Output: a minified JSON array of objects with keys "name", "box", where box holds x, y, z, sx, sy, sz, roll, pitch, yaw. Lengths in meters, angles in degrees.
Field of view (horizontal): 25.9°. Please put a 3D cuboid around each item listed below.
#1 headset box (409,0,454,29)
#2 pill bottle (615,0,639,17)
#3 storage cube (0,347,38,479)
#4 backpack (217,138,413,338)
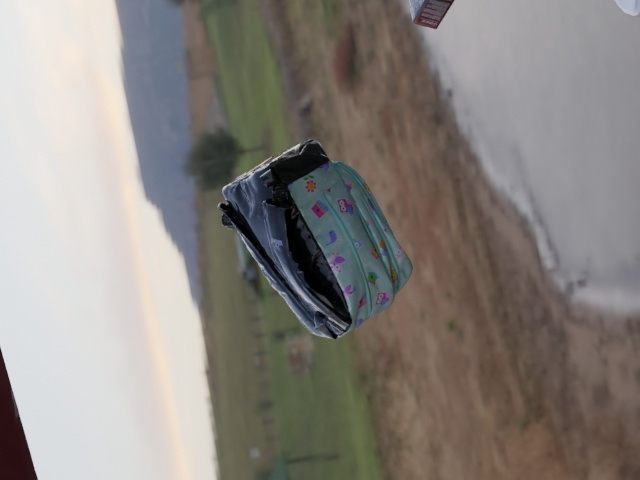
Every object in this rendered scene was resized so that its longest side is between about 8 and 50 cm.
[{"name":"headset box","box":[0.126,-0.279,1.531,0.083,0.032,0.062,121,154,-44]},{"name":"pill bottle","box":[0.288,-0.224,1.019,0.086,0.152,0.086,163,90,-87]},{"name":"storage cube","box":[-0.286,0.100,0.732,0.215,0.184,0.193,-49,-53,-73]},{"name":"backpack","box":[0.000,0.000,1.317,0.182,0.115,0.152,58,160,-5]}]
